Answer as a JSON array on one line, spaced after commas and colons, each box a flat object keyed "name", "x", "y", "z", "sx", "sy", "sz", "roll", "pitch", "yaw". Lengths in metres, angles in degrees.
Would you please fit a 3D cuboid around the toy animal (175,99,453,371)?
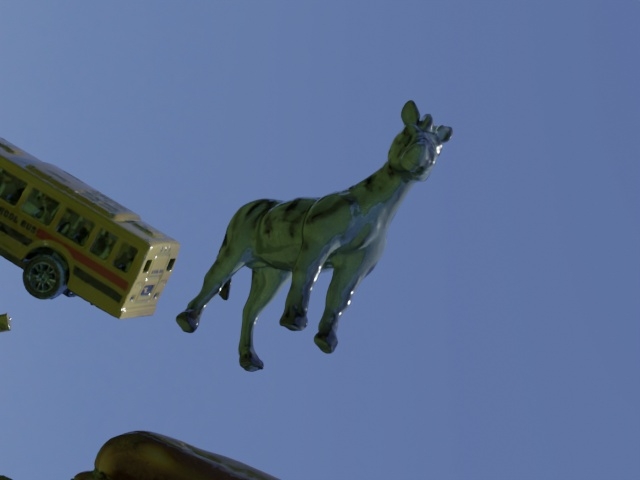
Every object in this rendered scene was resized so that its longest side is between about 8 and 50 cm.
[{"name": "toy animal", "x": 0.000, "y": 0.012, "z": 1.396, "sx": 0.255, "sy": 0.090, "sz": 0.170, "roll": -24, "pitch": -141, "yaw": 31}]

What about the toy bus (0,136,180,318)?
[{"name": "toy bus", "x": -0.325, "y": -0.028, "z": 1.978, "sx": 0.123, "sy": 0.335, "sz": 0.121, "roll": -62, "pitch": 166, "yaw": 10}]

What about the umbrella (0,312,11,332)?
[{"name": "umbrella", "x": -0.410, "y": 0.100, "z": 1.943, "sx": 0.040, "sy": 0.143, "sz": 0.037, "roll": 83, "pitch": -3, "yaw": -81}]

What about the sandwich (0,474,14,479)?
[{"name": "sandwich", "x": -0.421, "y": 0.348, "z": 2.395, "sx": 0.135, "sy": 0.029, "sz": 0.067, "roll": 29, "pitch": -41, "yaw": 18}]

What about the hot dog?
[{"name": "hot dog", "x": -0.091, "y": 0.287, "z": 1.754, "sx": 0.100, "sy": 0.337, "sz": 0.135, "roll": 77, "pitch": 35, "yaw": -73}]
